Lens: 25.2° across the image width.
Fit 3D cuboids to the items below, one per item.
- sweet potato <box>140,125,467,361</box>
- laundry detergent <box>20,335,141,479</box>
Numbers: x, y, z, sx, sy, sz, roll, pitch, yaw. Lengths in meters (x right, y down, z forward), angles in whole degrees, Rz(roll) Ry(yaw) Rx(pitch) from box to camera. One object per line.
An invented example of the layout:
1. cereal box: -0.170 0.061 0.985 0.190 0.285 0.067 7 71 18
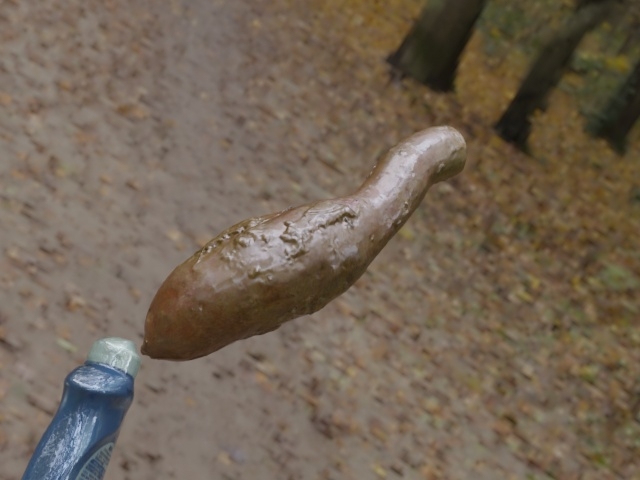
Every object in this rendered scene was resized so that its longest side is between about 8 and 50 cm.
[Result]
1. sweet potato: 0.000 0.000 1.297 0.385 0.109 0.109 -32 54 -25
2. laundry detergent: -0.312 0.251 1.846 0.094 0.289 0.143 12 -22 17
